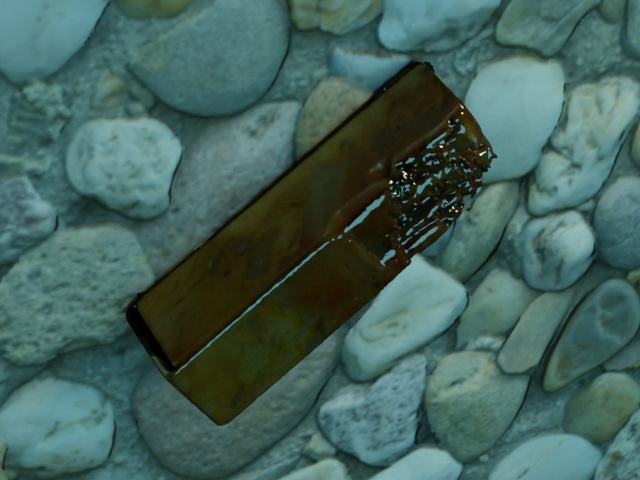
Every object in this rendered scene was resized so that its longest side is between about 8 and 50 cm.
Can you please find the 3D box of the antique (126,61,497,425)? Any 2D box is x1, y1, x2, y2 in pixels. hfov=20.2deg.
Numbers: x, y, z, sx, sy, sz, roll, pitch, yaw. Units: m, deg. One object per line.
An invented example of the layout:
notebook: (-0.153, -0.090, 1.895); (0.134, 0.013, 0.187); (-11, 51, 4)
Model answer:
antique: (0.000, 0.000, 1.389); (0.310, 0.093, 0.087); (-41, 134, 0)
